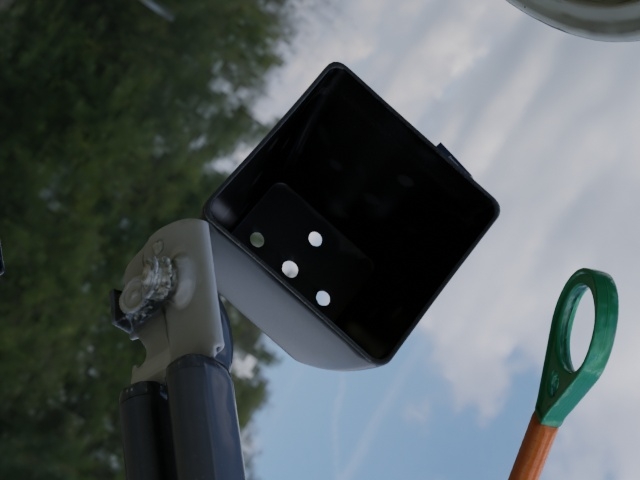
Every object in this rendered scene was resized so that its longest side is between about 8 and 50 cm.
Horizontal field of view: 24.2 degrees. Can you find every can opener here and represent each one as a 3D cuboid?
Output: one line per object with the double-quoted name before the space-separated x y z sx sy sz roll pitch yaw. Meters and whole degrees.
"can opener" -0.073 0.106 0.889 0.074 0.093 0.280 -32 -135 26

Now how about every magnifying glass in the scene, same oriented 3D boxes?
"magnifying glass" 0.196 0.128 1.232 0.092 0.026 0.231 -103 -153 -60

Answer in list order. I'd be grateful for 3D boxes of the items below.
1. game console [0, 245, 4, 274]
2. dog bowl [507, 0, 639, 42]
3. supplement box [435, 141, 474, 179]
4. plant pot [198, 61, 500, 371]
"game console" -0.387 -0.013 1.622 0.071 0.107 0.122 -23 -111 33
"dog bowl" 0.242 -0.389 1.339 0.150 0.408 0.408 -41 -179 -24
"supplement box" 0.135 -0.064 1.778 0.083 0.056 0.083 -43 169 4
"plant pot" 0.000 0.000 1.247 0.187 0.188 0.167 -51 -175 -28
